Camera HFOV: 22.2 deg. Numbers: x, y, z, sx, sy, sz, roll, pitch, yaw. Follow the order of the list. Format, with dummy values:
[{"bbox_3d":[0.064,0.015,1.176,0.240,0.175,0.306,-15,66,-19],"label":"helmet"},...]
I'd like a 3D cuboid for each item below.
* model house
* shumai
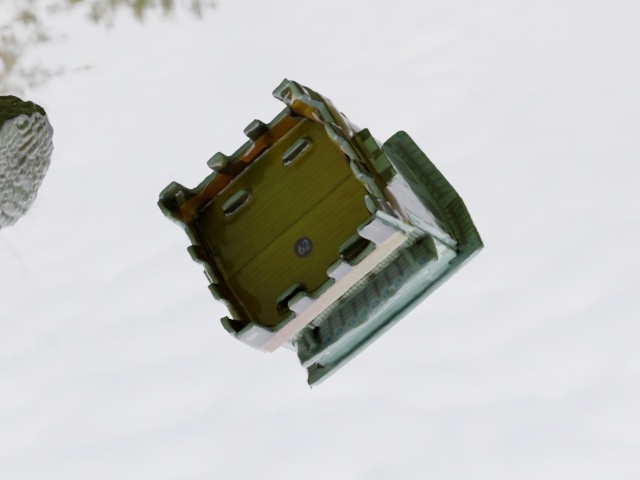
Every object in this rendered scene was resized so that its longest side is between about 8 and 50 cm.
[{"bbox_3d":[0.000,0.000,1.529,0.224,0.215,0.198,-42,-125,15],"label":"model house"},{"bbox_3d":[-0.193,-0.048,0.857,0.080,0.082,0.083,18,-112,24],"label":"shumai"}]
